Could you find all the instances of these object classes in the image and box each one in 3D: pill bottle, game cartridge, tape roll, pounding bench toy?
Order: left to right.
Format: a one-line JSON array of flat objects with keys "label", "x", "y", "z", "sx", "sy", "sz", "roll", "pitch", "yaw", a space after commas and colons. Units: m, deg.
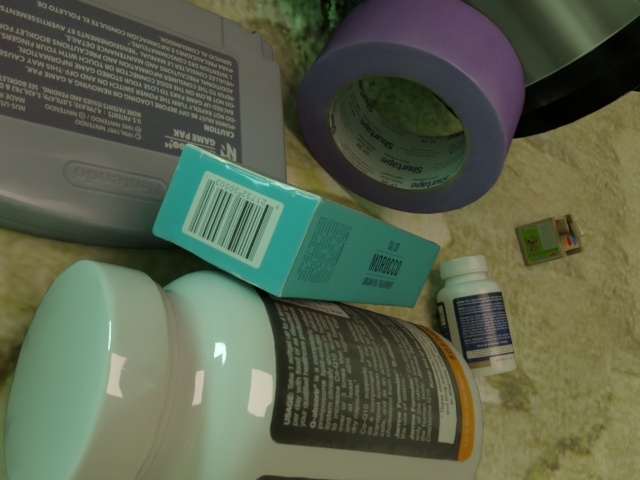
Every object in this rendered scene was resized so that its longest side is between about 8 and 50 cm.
[{"label": "game cartridge", "x": -0.151, "y": -0.094, "z": 0.480, "sx": 0.294, "sy": 0.060, "sz": 0.196, "roll": 10, "pitch": 66, "yaw": -41}, {"label": "pill bottle", "x": -0.037, "y": 0.108, "z": 0.438, "sx": 0.278, "sy": 0.162, "sz": 0.162, "roll": 20, "pitch": 63, "yaw": -37}, {"label": "tape roll", "x": 0.080, "y": -0.117, "z": 0.607, "sx": 0.189, "sy": 0.189, "sz": 0.080, "roll": 44, "pitch": 52, "yaw": -24}, {"label": "pill bottle", "x": 0.157, "y": 0.079, "z": 0.699, "sx": 0.067, "sy": 0.067, "sz": 0.120, "roll": 1, "pitch": 75, "yaw": -43}, {"label": "pounding bench toy", "x": 0.304, "y": -0.005, "z": 0.854, "sx": 0.065, "sy": 0.083, "sz": 0.052, "roll": -9, "pitch": 82, "yaw": -44}]

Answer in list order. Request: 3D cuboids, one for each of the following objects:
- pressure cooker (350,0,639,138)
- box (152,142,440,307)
[{"label": "pressure cooker", "x": 0.208, "y": -0.308, "z": 0.667, "sx": 0.420, "sy": 0.375, "sz": 0.369, "roll": 43, "pitch": 48, "yaw": -19}, {"label": "box", "x": 0.000, "y": 0.000, "z": 0.487, "sx": 0.244, "sy": 0.101, "sz": 0.060, "roll": 16, "pitch": 98, "yaw": -64}]
